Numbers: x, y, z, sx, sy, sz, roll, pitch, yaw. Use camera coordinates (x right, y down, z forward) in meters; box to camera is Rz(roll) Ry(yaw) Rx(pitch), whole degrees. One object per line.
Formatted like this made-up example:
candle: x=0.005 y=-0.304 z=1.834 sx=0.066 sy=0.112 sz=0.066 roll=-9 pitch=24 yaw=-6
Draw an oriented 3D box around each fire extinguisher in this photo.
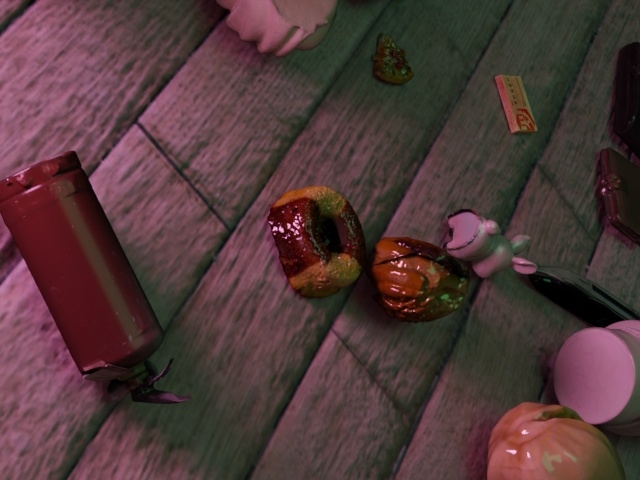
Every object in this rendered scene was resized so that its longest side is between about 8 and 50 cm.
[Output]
fire extinguisher: x=-0.222 y=0.049 z=1.371 sx=0.105 sy=0.105 sz=0.269 roll=-29 pitch=95 yaw=-50

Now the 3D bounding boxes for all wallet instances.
wallet: x=0.497 y=-0.072 z=2.281 sx=0.118 sy=0.039 sz=0.152 roll=32 pitch=47 yaw=-37
wallet: x=0.659 y=-0.154 z=2.481 sx=0.406 sy=0.062 sz=0.228 roll=41 pitch=46 yaw=-28

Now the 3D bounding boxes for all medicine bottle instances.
medicine bottle: x=0.473 y=0.200 z=2.025 sx=0.293 sy=0.170 sz=0.170 roll=8 pitch=67 yaw=-45

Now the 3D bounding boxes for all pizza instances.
pizza: x=0.099 y=-0.254 z=1.933 sx=0.083 sy=0.025 sz=0.078 roll=-9 pitch=82 yaw=-49

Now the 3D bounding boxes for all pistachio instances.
pistachio: x=0.310 y=0.301 z=1.821 sx=0.229 sy=0.157 sz=0.157 roll=35 pitch=49 yaw=-39

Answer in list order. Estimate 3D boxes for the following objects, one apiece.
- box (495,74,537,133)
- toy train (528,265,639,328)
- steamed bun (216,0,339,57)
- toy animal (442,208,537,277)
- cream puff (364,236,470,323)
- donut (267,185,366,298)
box: x=0.300 y=-0.209 z=2.144 sx=0.058 sy=0.015 sz=0.093 roll=-3 pitch=74 yaw=-51
toy train: x=0.389 y=0.080 z=2.076 sx=0.252 sy=0.055 sz=0.048 roll=31 pitch=52 yaw=-36
steamed bun: x=-0.062 y=-0.312 z=1.720 sx=0.183 sy=0.106 sz=0.182 roll=21 pitch=58 yaw=-37
toy animal: x=0.230 y=0.008 z=1.923 sx=0.124 sy=0.085 sz=0.071 roll=39 pitch=29 yaw=-37
cream puff: x=0.117 y=0.052 z=1.742 sx=0.133 sy=0.119 sz=0.104 roll=31 pitch=72 yaw=-21
donut: x=0.000 y=0.000 z=1.681 sx=0.140 sy=0.059 sz=0.140 roll=26 pitch=54 yaw=-42
